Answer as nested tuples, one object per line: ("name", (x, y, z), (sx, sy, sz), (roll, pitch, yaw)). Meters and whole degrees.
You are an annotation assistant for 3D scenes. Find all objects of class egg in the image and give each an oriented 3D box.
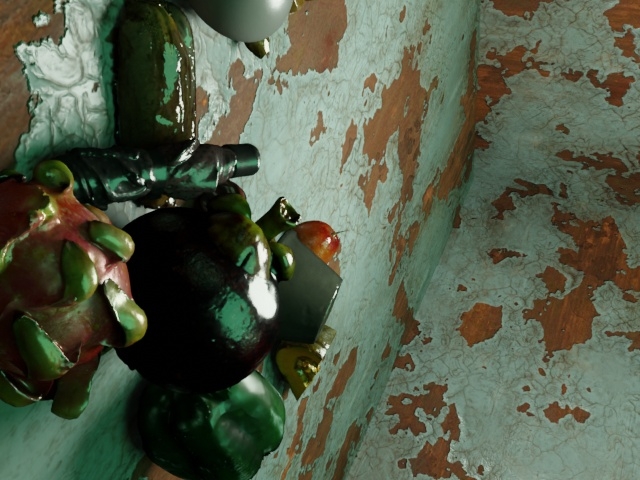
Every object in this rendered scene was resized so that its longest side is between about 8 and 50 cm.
("egg", (-0.125, -0.405, 0.982), (0.232, 0.176, 0.176), (71, 39, -69))

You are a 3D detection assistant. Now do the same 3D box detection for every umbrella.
("umbrella", (-0.225, -0.099, 0.926), (0.326, 0.090, 0.094), (-10, 104, -39))

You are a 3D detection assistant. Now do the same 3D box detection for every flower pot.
("flower pot", (-0.052, 0.124, 1.418), (0.269, 0.166, 0.269), (23, 90, -81))

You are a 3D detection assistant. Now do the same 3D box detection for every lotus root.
("lotus root", (-0.234, -0.195, 0.985), (0.167, 0.078, 0.329), (-39, 138, -53))

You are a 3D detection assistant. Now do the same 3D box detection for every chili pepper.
("chili pepper", (-0.198, 0.314, 1.198), (0.256, 0.233, 0.248), (69, 37, -46))

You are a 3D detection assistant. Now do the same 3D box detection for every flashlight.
("flashlight", (-0.164, -0.027, 1.259), (0.232, 0.093, 0.093), (70, 40, -62))

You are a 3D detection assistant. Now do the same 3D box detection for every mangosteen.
("mangosteen", (-0.187, 0.074, 0.989), (0.313, 0.297, 0.297), (-57, 152, -43))

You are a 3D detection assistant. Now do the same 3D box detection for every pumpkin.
("pumpkin", (-0.054, 0.305, 1.689), (0.131, 0.126, 0.248), (-61, 174, -48))

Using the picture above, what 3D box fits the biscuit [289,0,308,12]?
("biscuit", (-0.021, -0.593, 1.283), (0.301, 0.043, 0.278), (-27, 126, -63))

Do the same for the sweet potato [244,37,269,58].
("sweet potato", (-0.120, -0.448, 1.107), (0.075, 0.075, 0.273), (-45, 146, -51))

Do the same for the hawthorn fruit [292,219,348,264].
("hawthorn fruit", (-0.015, 0.002, 1.566), (0.140, 0.125, 0.125), (-60, 162, 16))

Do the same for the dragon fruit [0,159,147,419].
("dragon fruit", (-0.334, 0.069, 0.763), (0.307, 0.243, 0.227), (-45, -161, 35))
